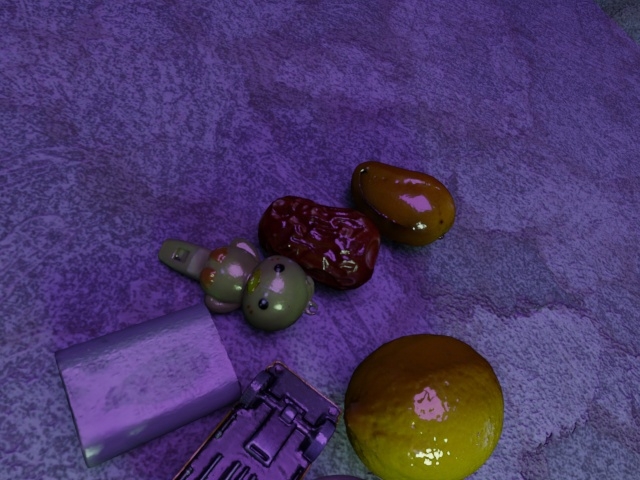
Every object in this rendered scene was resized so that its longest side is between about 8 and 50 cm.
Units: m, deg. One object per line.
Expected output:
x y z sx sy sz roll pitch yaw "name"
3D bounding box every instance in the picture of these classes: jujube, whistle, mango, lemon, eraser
0.000 0.000 0.917 0.230 0.155 0.155 22 55 6 "jujube"
-0.142 0.063 0.831 0.294 0.141 0.141 23 55 -4 "whistle"
0.170 -0.083 1.032 0.236 0.136 0.166 36 58 10 "mango"
0.163 0.261 0.763 0.263 0.236 0.236 -30 74 -24 "lemon"
-0.255 0.208 0.735 0.227 0.081 0.174 -17 68 -28 "eraser"

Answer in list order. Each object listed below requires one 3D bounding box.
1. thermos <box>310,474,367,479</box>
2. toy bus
0.019 0.450 0.580 0.146 0.265 0.176 5 14 11 "thermos"
-0.117 0.337 0.664 0.144 0.152 0.330 36 53 10 "toy bus"
